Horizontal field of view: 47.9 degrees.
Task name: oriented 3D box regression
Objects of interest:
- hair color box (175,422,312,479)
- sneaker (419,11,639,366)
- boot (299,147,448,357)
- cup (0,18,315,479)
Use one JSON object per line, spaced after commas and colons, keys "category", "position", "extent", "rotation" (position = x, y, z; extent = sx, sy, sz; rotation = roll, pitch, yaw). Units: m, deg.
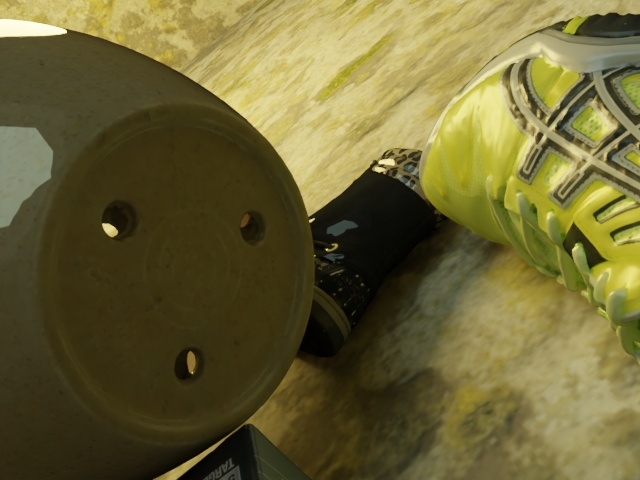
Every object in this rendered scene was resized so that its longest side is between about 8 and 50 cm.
{"category": "hair color box", "position": [-0.037, 0.250, 0.220], "extent": [0.185, 0.114, 0.374], "rotation": [-38, 25, 4]}
{"category": "sneaker", "position": [0.160, -0.016, 0.348], "extent": [0.147, 0.145, 0.384], "rotation": [-47, 24, -15]}
{"category": "boot", "position": [0.001, 0.001, 0.623], "extent": [0.178, 0.085, 0.236], "rotation": [-44, 24, -18]}
{"category": "cup", "position": [-0.143, 0.017, 0.428], "extent": [0.236, 0.331, 0.331], "rotation": [0, 45, 42]}
